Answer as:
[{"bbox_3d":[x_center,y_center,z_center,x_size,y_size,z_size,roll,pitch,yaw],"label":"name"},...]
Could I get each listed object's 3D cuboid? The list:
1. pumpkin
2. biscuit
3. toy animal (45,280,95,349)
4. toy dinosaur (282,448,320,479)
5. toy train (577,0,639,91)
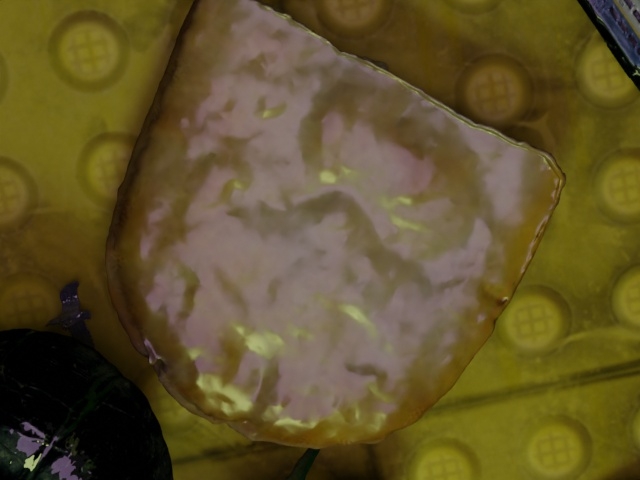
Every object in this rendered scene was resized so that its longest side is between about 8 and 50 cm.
[{"bbox_3d":[-0.292,0.239,1.505,0.315,0.238,0.315,7,111,20],"label":"pumpkin"},{"bbox_3d":[0.000,0.000,1.531,0.429,0.104,0.446,21,97,-7],"label":"biscuit"},{"bbox_3d":[-0.270,0.086,1.573,0.050,0.028,0.084,-12,102,-9],"label":"toy animal"},{"bbox_3d":[-0.045,0.412,1.468,0.300,0.087,0.447,36,71,17],"label":"toy dinosaur"},{"bbox_3d":[0.293,-0.254,1.521,0.051,0.052,0.234,-37,101,2],"label":"toy train"}]
